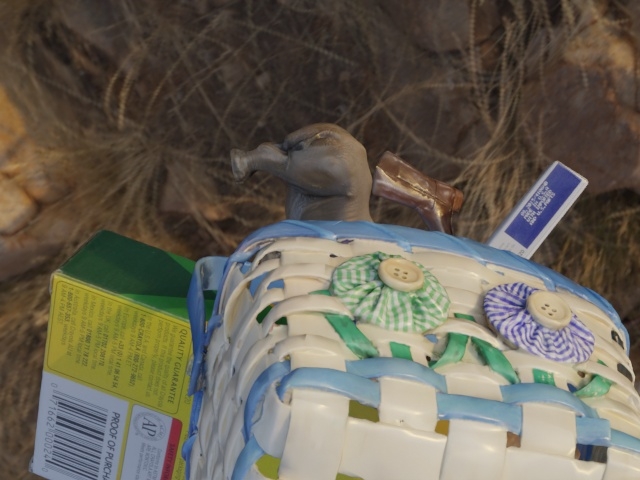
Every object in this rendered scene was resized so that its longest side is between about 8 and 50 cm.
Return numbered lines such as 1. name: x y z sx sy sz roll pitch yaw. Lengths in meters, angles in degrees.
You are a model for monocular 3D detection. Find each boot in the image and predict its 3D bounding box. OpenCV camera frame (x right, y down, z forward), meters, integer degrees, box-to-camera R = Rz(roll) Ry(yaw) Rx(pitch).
1. boot: 0.098 -0.035 1.129 0.114 0.106 0.037 26 154 -21

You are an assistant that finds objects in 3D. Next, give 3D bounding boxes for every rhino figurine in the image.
1. rhino figurine: 0.000 0.000 0.857 0.106 0.073 0.243 -12 133 2

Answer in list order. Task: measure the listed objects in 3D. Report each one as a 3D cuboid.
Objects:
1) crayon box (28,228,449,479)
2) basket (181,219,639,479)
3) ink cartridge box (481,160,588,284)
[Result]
1. crayon box: -0.053 0.140 0.767 0.319 0.081 0.202 20 120 8
2. basket: 0.049 0.091 0.558 0.255 0.289 0.201 12 102 -9
3. ink cartridge box: 0.203 0.013 1.119 0.045 0.224 0.223 38 97 8
